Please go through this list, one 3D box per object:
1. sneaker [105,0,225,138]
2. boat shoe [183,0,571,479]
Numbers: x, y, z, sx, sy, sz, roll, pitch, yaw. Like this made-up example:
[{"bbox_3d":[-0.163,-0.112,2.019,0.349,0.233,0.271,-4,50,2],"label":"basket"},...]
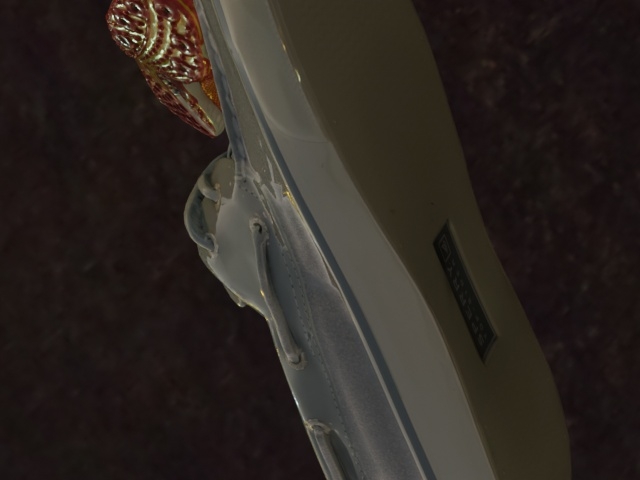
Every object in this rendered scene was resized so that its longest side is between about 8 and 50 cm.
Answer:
[{"bbox_3d":[-0.064,-0.109,0.759,0.064,0.067,0.175,34,173,6],"label":"sneaker"},{"bbox_3d":[0.001,0.000,0.438,0.081,0.079,0.227,-14,108,31],"label":"boat shoe"}]
